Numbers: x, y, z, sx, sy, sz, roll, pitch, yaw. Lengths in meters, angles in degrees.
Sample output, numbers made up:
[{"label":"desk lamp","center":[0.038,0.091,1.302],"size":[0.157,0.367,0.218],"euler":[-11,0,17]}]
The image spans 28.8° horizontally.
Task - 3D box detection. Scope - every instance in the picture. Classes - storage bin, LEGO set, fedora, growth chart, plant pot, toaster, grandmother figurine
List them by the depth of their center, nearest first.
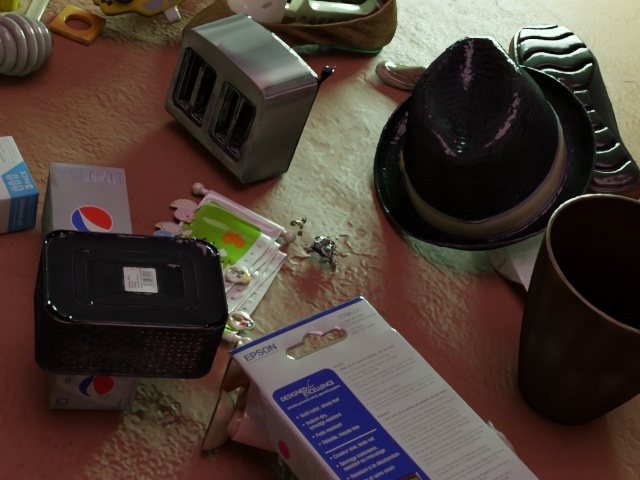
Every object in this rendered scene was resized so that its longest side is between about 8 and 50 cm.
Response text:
[{"label":"storage bin","center":[-0.192,0.064,1.253],"size":[0.180,0.084,0.122],"euler":[3,45,-17]},{"label":"grandmother figurine","center":[0.058,0.205,1.343],"size":[0.342,0.104,0.208],"euler":[19,70,-5]},{"label":"plant pot","center":[0.320,0.102,1.439],"size":[0.215,0.230,0.215],"euler":[10,44,-10]},{"label":"growth chart","center":[-0.128,0.024,1.507],"size":[0.172,0.021,0.237],"euler":[22,41,1]},{"label":"LEGO set","center":[-0.002,0.000,1.566],"size":[0.083,0.023,0.054],"euler":[43,32,2]},{"label":"toaster","center":[-0.098,-0.189,1.617],"size":[0.168,0.185,0.110],"euler":[43,43,22]},{"label":"fedora","center":[0.207,-0.152,1.640],"size":[0.334,0.152,0.334],"euler":[-7,51,9]}]

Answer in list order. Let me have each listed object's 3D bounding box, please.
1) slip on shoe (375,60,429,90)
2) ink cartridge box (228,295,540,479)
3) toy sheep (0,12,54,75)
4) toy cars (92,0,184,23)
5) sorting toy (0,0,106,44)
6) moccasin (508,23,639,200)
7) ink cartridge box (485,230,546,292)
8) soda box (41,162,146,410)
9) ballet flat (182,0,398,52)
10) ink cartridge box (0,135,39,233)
[{"label":"slip on shoe","center":[0.150,-0.247,1.873],"size":[0.135,0.041,0.051],"euler":[23,43,3]},{"label":"ink cartridge box","center":[0.078,0.214,1.212],"size":[0.176,0.069,0.371],"euler":[-21,52,-30]},{"label":"toy sheep","center":[-0.406,-0.257,1.646],"size":[0.091,0.091,0.132],"euler":[40,41,21]},{"label":"toy cars","center":[-0.166,-0.393,1.846],"size":[0.394,0.176,0.087],"euler":[-36,106,-44]},{"label":"sorting toy","center":[-0.471,-0.366,1.759],"size":[0.348,0.047,0.196],"euler":[14,43,-7]},{"label":"moccasin","center":[0.362,-0.166,1.814],"size":[0.139,0.147,0.380],"euler":[-13,54,-12]},{"label":"ink cartridge box","center":[0.304,0.035,1.654],"size":[0.145,0.045,0.179],"euler":[-8,61,-28]},{"label":"soda box","center":[-0.255,0.047,1.379],"size":[0.091,0.098,0.286],"euler":[3,45,-18]},{"label":"ballet flat","center":[-0.034,-0.340,1.839],"size":[0.342,0.124,0.116],"euler":[-3,47,-23]},{"label":"ink cartridge box","center":[-0.431,-0.055,1.444],"size":[0.181,0.061,0.104],"euler":[-12,51,-30]}]
